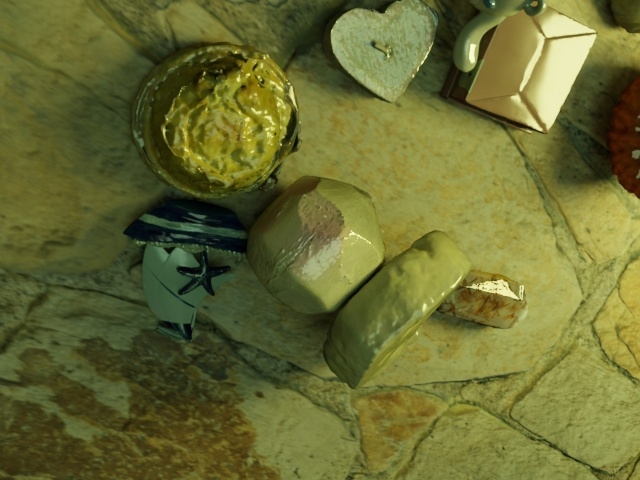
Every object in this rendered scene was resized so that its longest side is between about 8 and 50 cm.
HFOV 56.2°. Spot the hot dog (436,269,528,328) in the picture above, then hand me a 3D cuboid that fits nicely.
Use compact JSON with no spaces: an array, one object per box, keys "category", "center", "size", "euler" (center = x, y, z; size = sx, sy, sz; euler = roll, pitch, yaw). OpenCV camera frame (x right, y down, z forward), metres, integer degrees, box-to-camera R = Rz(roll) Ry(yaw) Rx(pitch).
[{"category":"hot dog","center":[0.336,0.123,1.286],"size":[0.252,0.069,0.131],"euler":[14,117,-19]}]

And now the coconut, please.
[{"category":"coconut","center":[0.002,0.002,1.037],"size":[0.230,0.227,0.227],"euler":[-44,118,8]}]

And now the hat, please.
[{"category":"hat","center":[0.769,-0.229,1.215],"size":[0.400,0.285,0.285],"euler":[-16,120,-40]}]

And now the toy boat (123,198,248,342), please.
[{"category":"toy boat","center":[-0.223,0.055,1.084],"size":[0.210,0.070,0.292],"euler":[-12,119,-7]}]

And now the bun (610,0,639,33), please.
[{"category":"bun","center":[0.628,-0.463,1.096],"size":[0.166,0.113,0.173],"euler":[12,106,-21]}]

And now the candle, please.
[{"category":"candle","center":[0.105,-0.319,1.021],"size":[0.192,0.068,0.169],"euler":[-13,112,-10]}]

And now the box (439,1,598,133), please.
[{"category":"box","center":[0.359,-0.322,1.089],"size":[0.215,0.086,0.215],"euler":[16,106,-22]}]

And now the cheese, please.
[{"category":"cheese","center":[0.143,0.128,1.109],"size":[0.115,0.318,0.326],"euler":[46,104,16]}]

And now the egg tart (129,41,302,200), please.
[{"category":"egg tart","center":[-0.158,-0.179,0.978],"size":[0.290,0.107,0.291],"euler":[-6,114,-14]}]

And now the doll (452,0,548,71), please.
[{"category":"doll","center":[0.261,-0.441,0.963],"size":[0.242,0.159,0.311],"euler":[28,130,10]}]
